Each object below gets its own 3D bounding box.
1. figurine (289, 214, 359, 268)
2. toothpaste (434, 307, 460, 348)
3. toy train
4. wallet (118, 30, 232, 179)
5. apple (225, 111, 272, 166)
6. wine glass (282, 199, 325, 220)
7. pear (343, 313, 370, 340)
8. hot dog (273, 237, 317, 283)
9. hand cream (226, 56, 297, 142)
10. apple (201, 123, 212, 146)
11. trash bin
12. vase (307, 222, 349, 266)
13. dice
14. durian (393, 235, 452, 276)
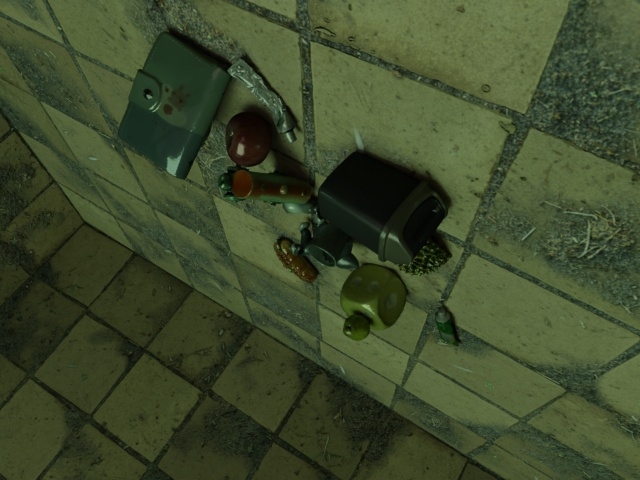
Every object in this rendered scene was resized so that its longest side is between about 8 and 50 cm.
[{"bbox_3d":[-0.005,0.002,1.803,0.265,0.140,0.193,-8,117,26],"label":"figurine"},{"bbox_3d":[0.439,0.307,1.885,0.078,0.047,0.248,21,154,33],"label":"toothpaste"},{"bbox_3d":[-0.161,-0.159,1.613,0.177,0.116,0.285,12,-174,43],"label":"toy train"},{"bbox_3d":[-0.415,-0.376,1.500,0.252,0.083,0.360,33,114,5],"label":"wallet"},{"bbox_3d":[-0.203,-0.285,1.530,0.120,0.153,0.153,2,170,-27],"label":"apple"},{"bbox_3d":[-0.046,-0.109,1.729,0.155,0.072,0.072,14,148,39],"label":"wine glass"},{"bbox_3d":[0.120,0.291,1.799,0.092,0.097,0.092,19,118,39],"label":"pear"},{"bbox_3d":[-0.109,0.083,2.152,0.104,0.076,0.250,6,145,49],"label":"hot dog"},{"bbox_3d":[-0.141,-0.366,1.423,0.257,0.050,0.084,50,149,-21],"label":"hand cream"},{"bbox_3d":[-0.427,-0.369,1.635,0.188,0.174,0.207,-20,113,23],"label":"apple"},{"bbox_3d":[0.154,-0.081,1.369,0.290,0.209,0.182,32,157,21],"label":"trash bin"},{"bbox_3d":[0.059,-0.037,1.544,0.096,0.219,0.096,28,155,15],"label":"vase"},{"bbox_3d":[0.182,0.196,1.863,0.169,0.169,0.166,11,145,43],"label":"dice"},{"bbox_3d":[0.265,0.026,1.515,0.187,0.119,0.108,29,159,18],"label":"durian"}]
